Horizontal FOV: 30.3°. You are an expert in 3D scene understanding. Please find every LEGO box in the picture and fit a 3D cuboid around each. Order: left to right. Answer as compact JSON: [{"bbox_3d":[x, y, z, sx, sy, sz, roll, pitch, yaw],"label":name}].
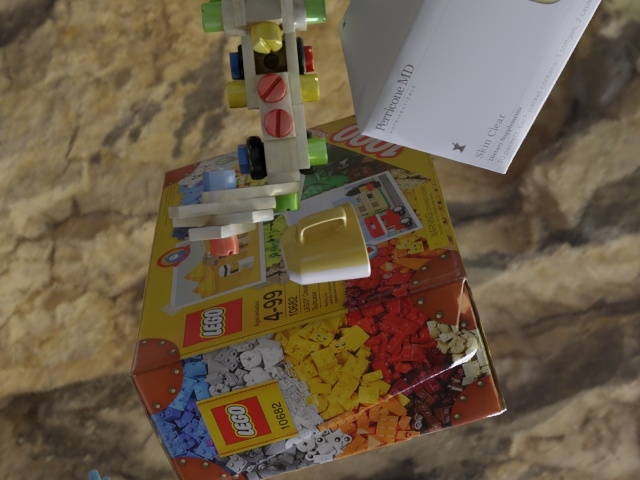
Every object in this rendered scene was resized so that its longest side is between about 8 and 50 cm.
[{"bbox_3d":[-0.010,0.047,1.468,0.500,0.372,0.193,-96,-12,-62],"label":"LEGO box"}]

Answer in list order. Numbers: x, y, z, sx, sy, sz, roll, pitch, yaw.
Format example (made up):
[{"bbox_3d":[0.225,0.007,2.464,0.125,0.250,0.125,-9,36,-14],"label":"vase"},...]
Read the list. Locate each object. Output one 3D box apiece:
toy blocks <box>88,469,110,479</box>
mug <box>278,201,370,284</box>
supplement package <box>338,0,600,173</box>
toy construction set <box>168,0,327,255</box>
[{"bbox_3d":[-0.156,0.253,0.846,0.054,0.123,0.148,3,-135,-31],"label":"toy blocks"},{"bbox_3d":[0.000,0.000,0.945,0.064,0.078,0.062,-15,-150,-4],"label":"mug"},{"bbox_3d":[0.135,-0.231,1.031,0.145,0.262,0.204,13,-145,-16],"label":"supplement package"},{"bbox_3d":[-0.057,-0.145,1.190,0.151,0.328,0.215,9,-177,-2],"label":"toy construction set"}]
